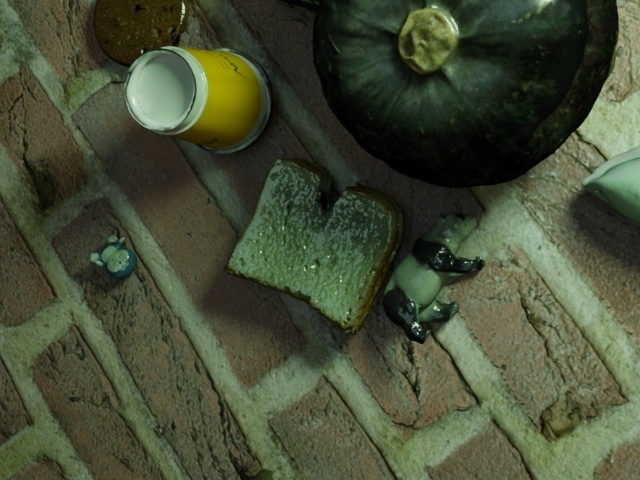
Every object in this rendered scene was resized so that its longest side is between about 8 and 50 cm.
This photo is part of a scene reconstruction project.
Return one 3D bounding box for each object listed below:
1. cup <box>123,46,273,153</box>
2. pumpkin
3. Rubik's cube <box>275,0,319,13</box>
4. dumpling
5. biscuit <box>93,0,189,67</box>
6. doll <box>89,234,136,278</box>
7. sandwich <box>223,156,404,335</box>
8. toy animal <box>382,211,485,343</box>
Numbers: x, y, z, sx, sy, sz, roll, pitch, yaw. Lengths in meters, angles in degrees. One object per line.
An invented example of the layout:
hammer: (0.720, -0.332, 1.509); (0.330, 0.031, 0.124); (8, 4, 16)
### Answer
cup: (-0.207, -0.247, 1.313); (0.196, 0.279, 0.197); (2, 96, 18)
pumpkin: (0.210, -0.302, 1.133); (0.454, 0.344, 0.455); (8, 110, 22)
Rubik's cube: (-0.015, -0.488, 1.309); (0.151, 0.154, 0.155); (20, 95, 18)
dumpling: (0.520, -0.078, 1.167); (0.216, 0.149, 0.105); (24, 136, 23)
biscuit: (-0.353, -0.439, 1.485); (0.212, 0.036, 0.212); (0, 89, 20)
doll: (-0.400, 0.035, 1.493); (0.083, 0.050, 0.076); (36, 83, 17)
sandwich: (0.000, 0.000, 1.335); (0.273, 0.095, 0.249); (25, 94, 18)
toy animal: (0.193, 0.053, 1.275); (0.121, 0.094, 0.225); (36, 102, 25)
